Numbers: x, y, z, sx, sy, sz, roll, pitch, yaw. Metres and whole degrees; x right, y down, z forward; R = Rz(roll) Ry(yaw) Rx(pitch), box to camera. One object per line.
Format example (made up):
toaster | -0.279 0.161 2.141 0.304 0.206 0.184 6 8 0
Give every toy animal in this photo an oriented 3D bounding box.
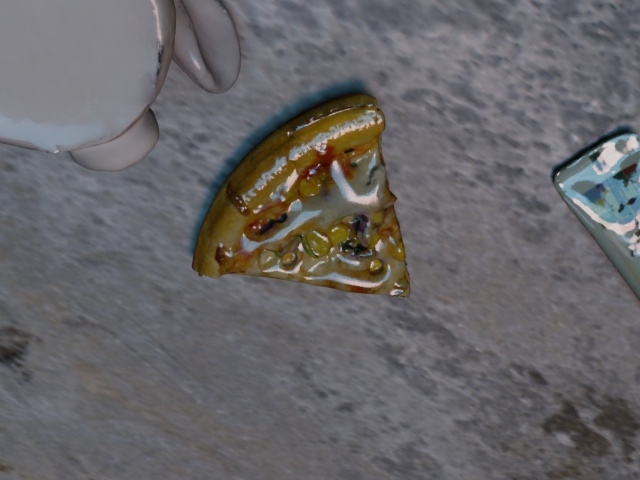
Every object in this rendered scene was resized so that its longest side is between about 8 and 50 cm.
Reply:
toy animal | -0.127 -0.126 0.372 0.128 0.193 0.178 -23 117 5

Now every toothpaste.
toothpaste | 0.271 0.029 0.557 0.067 0.037 0.255 -32 110 18

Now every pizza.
pizza | 0.000 0.000 0.528 0.185 0.036 0.176 -32 114 13
